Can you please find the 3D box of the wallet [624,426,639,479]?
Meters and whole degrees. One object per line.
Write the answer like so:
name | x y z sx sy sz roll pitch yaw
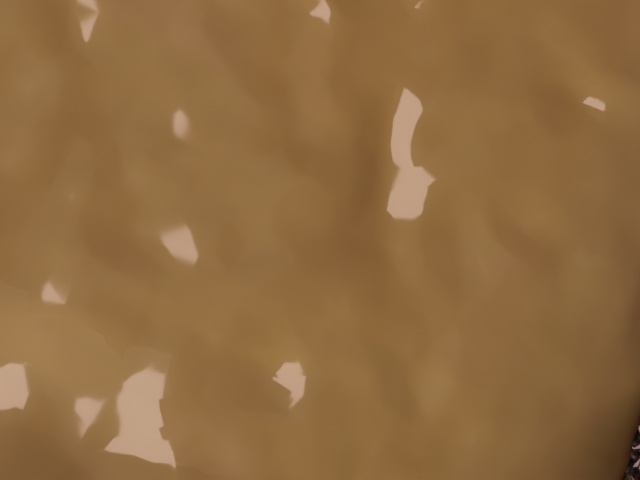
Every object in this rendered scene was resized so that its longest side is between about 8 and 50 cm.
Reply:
wallet | 0.000 0.000 0.594 0.262 0.071 0.221 -13 98 3

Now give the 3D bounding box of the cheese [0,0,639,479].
cheese | -0.027 -0.051 0.456 0.318 0.115 0.326 -26 97 -17
